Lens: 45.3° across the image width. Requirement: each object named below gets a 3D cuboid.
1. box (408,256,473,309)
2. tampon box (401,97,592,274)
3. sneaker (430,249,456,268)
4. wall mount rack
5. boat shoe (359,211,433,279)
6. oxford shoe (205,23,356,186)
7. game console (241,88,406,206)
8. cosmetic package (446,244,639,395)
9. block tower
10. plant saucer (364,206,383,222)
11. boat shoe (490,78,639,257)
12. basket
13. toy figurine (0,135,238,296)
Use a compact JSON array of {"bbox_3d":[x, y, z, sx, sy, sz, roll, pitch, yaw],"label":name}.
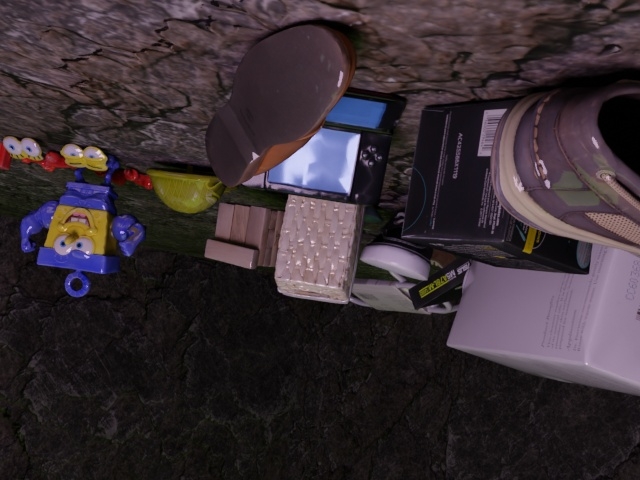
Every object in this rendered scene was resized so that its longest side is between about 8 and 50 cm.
[{"bbox_3d":[0.269,0.052,1.264,0.191,0.045,0.184,-10,160,-30],"label":"box"},{"bbox_3d":[0.167,-0.042,0.682,0.101,0.120,0.161,4,173,44],"label":"tampon box"},{"bbox_3d":[0.243,0.039,1.708,0.118,0.042,0.067,20,166,-25],"label":"sneaker"},{"bbox_3d":[0.196,0.097,1.654,0.304,0.130,0.350,37,160,-30],"label":"wall mount rack"},{"bbox_3d":[0.138,0.001,1.212,0.108,0.102,0.301,17,-177,14],"label":"boat shoe"},{"bbox_3d":[-0.023,-0.109,0.596,0.076,0.076,0.212,-23,177,-30],"label":"oxford shoe"},{"bbox_3d":[-0.005,-0.088,0.703,0.144,0.124,0.085,9,-160,-1],"label":"game console"},{"bbox_3d":[0.318,0.066,0.960,0.156,0.217,0.385,20,173,-9],"label":"cosmetic package"},{"bbox_3d":[-0.049,-0.005,1.284,0.091,0.097,0.335,11,-175,29],"label":"block tower"},{"bbox_3d":[0.044,-0.050,1.245,0.119,0.021,0.119,10,176,1],"label":"plant saucer"},{"bbox_3d":[0.304,-0.030,0.565,0.355,0.132,0.130,9,174,-15],"label":"boat shoe"},{"bbox_3d":[0.000,0.000,1.125,0.113,0.167,0.103,8,170,6],"label":"basket"},{"bbox_3d":[-0.320,-0.016,1.172,0.363,0.217,0.191,9,174,5],"label":"toy figurine"}]
